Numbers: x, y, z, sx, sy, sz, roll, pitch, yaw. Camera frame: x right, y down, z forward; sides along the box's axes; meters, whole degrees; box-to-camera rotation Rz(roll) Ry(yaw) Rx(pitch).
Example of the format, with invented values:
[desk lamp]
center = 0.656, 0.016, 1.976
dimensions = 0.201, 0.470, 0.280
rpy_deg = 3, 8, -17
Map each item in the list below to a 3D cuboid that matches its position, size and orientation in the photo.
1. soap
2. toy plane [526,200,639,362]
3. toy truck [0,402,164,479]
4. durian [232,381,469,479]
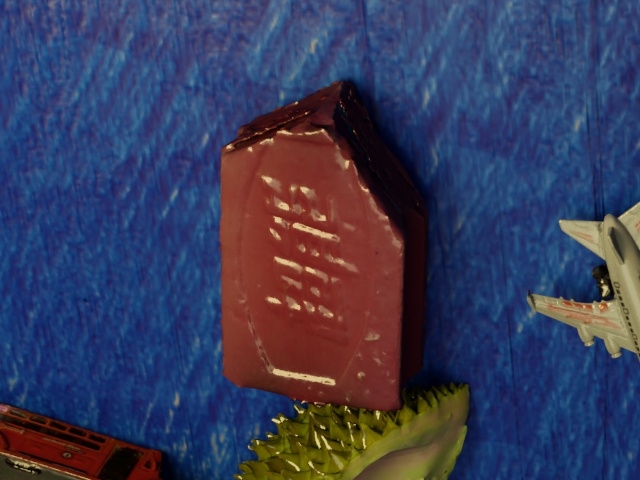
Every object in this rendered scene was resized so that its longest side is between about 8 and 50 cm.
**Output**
[soap]
center = 0.000, 0.000, 1.534
dimensions = 0.162, 0.099, 0.250
rpy_deg = 8, 118, 16
[toy plane]
center = 0.250, 0.050, 1.518
dimensions = 0.162, 0.065, 0.171
rpy_deg = -17, 114, 19
[toy truck]
center = -0.218, 0.220, 1.680
dimensions = 0.253, 0.114, 0.107
rpy_deg = 16, 117, 6
[durian]
center = -0.004, 0.260, 1.636
dimensions = 0.169, 0.158, 0.352
rpy_deg = 22, 116, -13
